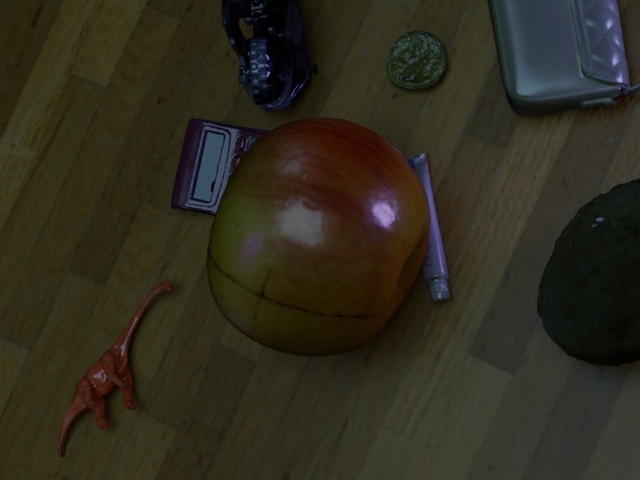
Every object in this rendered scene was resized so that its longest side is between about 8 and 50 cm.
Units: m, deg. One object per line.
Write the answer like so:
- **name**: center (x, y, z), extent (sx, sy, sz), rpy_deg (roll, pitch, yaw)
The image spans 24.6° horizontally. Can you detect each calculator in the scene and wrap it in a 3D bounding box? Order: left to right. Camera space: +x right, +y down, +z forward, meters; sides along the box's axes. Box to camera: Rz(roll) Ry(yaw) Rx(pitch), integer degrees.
- **calculator**: center (-0.099, -0.086, 1.922), extent (0.191, 0.034, 0.126), rpy_deg (11, 84, 16)

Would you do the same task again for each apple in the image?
- **apple**: center (0.000, 0.000, 1.737), extent (0.233, 0.286, 0.286), rpy_deg (19, 88, 13)

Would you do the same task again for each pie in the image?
- **pie**: center (0.124, -0.228, 1.870), extent (0.084, 0.021, 0.084), rpy_deg (-5, 76, 23)

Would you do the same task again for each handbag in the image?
- **handbag**: center (0.316, -0.280, 1.784), extent (0.219, 0.079, 0.256), rpy_deg (-8, 78, 8)

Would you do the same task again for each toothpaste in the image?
- **toothpaste**: center (0.130, -0.014, 1.826), extent (0.048, 0.031, 0.190), rpy_deg (-18, 72, 19)

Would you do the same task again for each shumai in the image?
- **shumai**: center (0.393, 0.065, 1.675), extent (0.272, 0.204, 0.222), rpy_deg (27, 88, 57)

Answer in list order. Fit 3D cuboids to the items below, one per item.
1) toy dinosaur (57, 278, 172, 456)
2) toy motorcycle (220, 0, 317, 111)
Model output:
- **toy dinosaur**: center (-0.271, 0.174, 1.925), extent (0.279, 0.055, 0.101), rpy_deg (-46, 46, 10)
- **toy motorcycle**: center (-0.068, -0.279, 1.897), extent (0.106, 0.159, 0.270), rpy_deg (-6, 62, 9)
